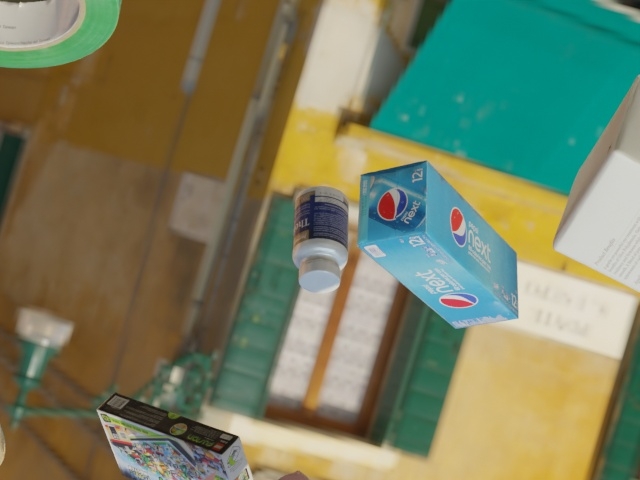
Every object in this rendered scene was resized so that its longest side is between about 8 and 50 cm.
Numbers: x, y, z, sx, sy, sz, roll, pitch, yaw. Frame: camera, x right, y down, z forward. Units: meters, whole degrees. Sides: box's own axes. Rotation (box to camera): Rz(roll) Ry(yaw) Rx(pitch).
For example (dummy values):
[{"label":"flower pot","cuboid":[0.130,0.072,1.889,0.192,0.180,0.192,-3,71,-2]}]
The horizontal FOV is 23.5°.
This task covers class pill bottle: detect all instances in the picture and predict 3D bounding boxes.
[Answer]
[{"label":"pill bottle","cuboid":[0.000,0.000,1.836,0.067,0.120,0.067,1,145,1]}]

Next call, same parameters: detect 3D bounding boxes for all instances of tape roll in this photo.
[{"label":"tape roll","cuboid":[-0.406,-0.336,1.921,0.321,0.077,0.321,3,151,2]}]

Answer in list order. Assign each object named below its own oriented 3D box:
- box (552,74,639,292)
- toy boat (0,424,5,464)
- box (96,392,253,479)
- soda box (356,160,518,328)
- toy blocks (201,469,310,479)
[{"label":"box","cuboid":[0.228,-0.037,1.066,0.087,0.101,0.102,26,-136,1]},{"label":"toy boat","cuboid":[-0.565,0.257,2.274,0.231,0.151,0.151,56,162,26]},{"label":"box","cuboid":[-0.170,0.259,1.842,0.207,0.114,0.036,13,-138,37]},{"label":"soda box","cuboid":[0.109,0.008,1.376,0.067,0.071,0.210,-10,152,26]},{"label":"toy blocks","cuboid":[-0.131,0.398,1.595,0.288,0.309,0.260,-31,-129,-33]}]
